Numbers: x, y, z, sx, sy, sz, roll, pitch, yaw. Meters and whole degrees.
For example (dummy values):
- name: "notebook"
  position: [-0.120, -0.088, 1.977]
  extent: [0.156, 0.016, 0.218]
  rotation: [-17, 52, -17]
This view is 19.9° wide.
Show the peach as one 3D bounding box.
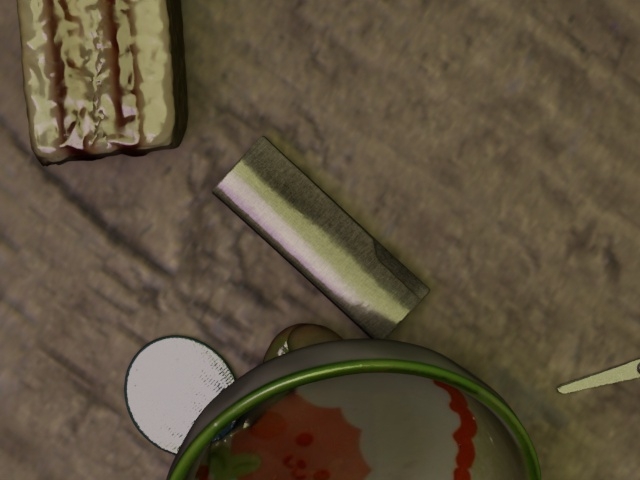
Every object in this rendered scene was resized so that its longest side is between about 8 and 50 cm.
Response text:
- name: "peach"
  position: [-0.009, 0.114, 1.617]
  extent: [0.083, 0.083, 0.083]
  rotation: [0, 89, 0]

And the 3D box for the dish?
- name: "dish"
  position: [0.018, 0.198, 1.565]
  extent: [0.324, 0.124, 0.324]
  rotation: [-5, 124, -7]

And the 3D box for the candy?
- name: "candy"
  position: [-0.189, -0.225, 1.570]
  extent: [0.135, 0.179, 0.321]
  rotation: [-6, 89, 0]

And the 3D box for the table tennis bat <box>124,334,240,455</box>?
- name: "table tennis bat"
  position: [-0.112, 0.157, 1.645]
  extent: [0.100, 0.019, 0.155]
  rotation: [-37, 88, -1]

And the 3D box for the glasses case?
- name: "glasses case"
  position: [0.000, 0.000, 1.633]
  extent: [0.205, 0.047, 0.071]
  rotation: [43, 88, 1]

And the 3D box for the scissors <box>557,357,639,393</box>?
- name: "scissors"
  position: [0.305, 0.111, 1.650]
  extent: [0.189, 0.015, 0.100]
  rotation: [-16, 88, 2]
